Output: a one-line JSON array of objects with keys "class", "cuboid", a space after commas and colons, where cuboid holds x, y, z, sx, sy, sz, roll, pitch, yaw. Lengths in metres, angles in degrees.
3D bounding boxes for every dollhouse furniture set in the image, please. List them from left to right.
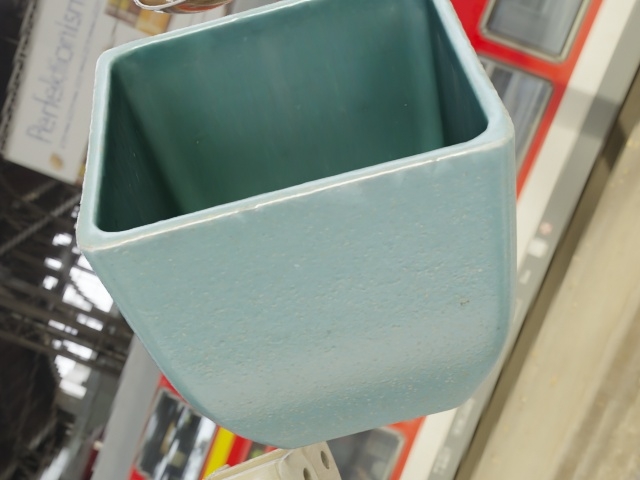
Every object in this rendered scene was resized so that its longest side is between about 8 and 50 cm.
[{"class": "dollhouse furniture set", "cuboid": [-0.037, 0.315, 1.119, 0.129, 0.183, 0.129, -24, -2, 18]}]

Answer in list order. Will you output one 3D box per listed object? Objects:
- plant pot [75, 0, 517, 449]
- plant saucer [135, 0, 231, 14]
[{"class": "plant pot", "cuboid": [0.000, 0.000, 0.743, 0.247, 0.247, 0.252, -101, -4, -53]}, {"class": "plant saucer", "cuboid": [-0.089, -0.369, 1.261, 0.311, 0.050, 0.310, -29, 35, 24]}]
